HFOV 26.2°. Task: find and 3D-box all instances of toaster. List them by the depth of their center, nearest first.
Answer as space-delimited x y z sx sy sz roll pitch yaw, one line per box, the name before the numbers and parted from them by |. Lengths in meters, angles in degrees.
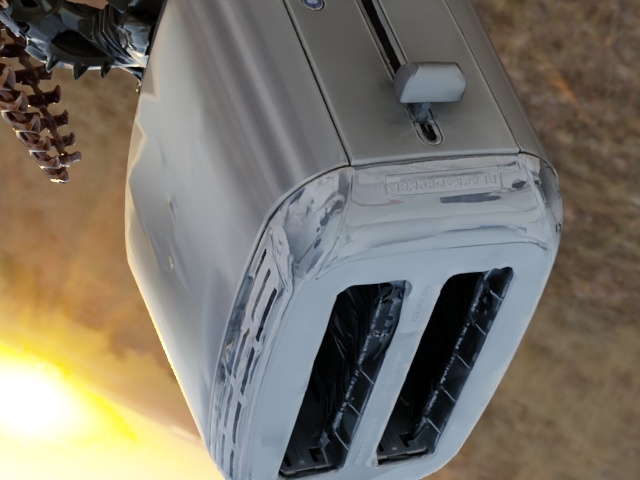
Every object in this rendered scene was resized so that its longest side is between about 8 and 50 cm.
toaster | 0.000 0.000 0.535 0.129 0.146 0.227 -4 137 -23

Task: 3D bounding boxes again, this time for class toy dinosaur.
toy dinosaur | -0.139 -0.160 0.673 0.218 0.164 0.322 16 160 12
